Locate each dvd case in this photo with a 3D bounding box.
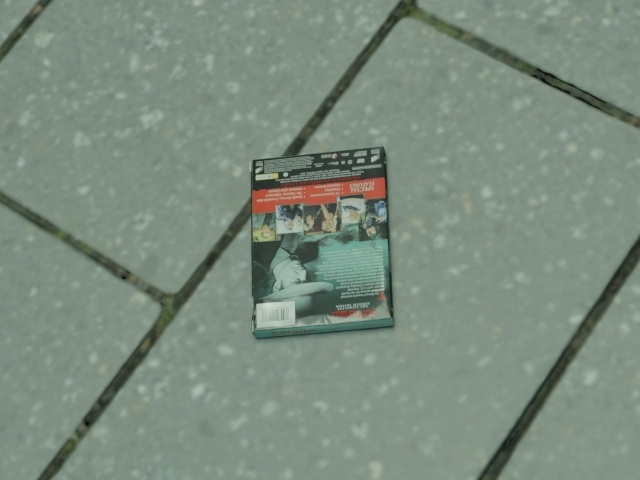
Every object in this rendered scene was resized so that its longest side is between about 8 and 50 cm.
[{"bbox_3d":[0.000,0.000,0.980,0.087,0.013,0.119,-6,62,8],"label":"dvd case"}]
